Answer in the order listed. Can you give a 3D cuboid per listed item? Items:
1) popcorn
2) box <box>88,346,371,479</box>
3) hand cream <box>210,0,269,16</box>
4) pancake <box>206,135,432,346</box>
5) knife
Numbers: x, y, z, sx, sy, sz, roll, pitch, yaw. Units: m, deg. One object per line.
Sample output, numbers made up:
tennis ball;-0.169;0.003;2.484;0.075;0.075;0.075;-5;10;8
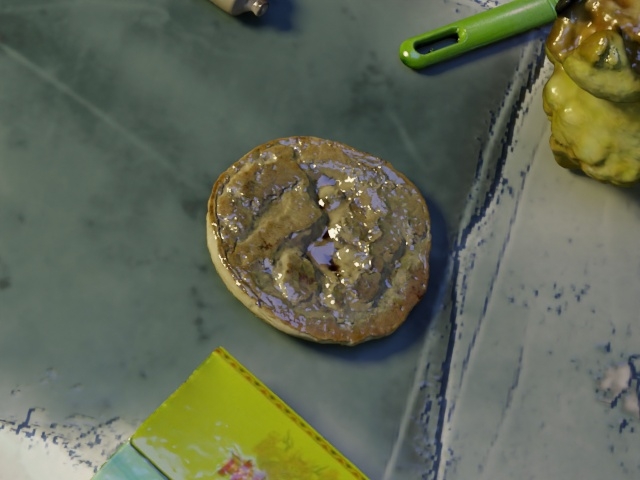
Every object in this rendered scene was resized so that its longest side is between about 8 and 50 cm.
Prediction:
popcorn;0.230;-0.123;1.226;0.168;0.195;0.173;-41;75;-15
box;-0.104;0.240;1.090;0.187;0.047;0.335;41;65;9
hand cream;-0.098;-0.213;1.299;0.165;0.037;0.057;42;66;16
pancake;0.000;0.000;1.224;0.158;0.028;0.158;5;64;-11
knife;0.146;-0.172;1.330;0.212;0.015;0.054;-22;72;-19
